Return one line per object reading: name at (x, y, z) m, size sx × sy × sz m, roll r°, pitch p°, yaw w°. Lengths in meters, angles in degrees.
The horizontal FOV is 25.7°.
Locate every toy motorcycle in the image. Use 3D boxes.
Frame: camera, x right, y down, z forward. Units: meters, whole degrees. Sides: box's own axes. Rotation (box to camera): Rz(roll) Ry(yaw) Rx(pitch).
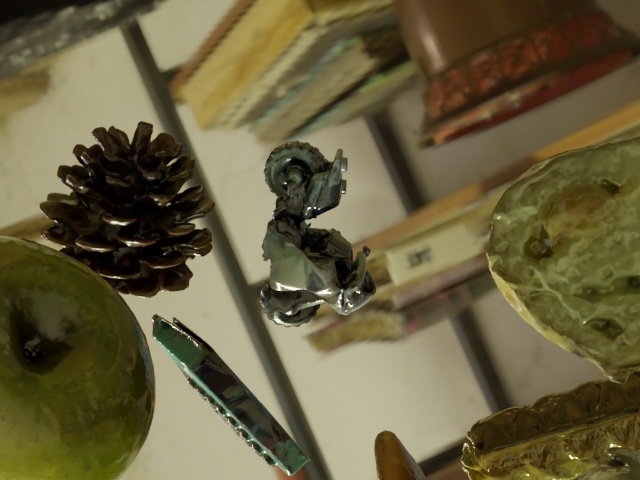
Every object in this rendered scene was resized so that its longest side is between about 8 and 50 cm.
toy motorcycle at (0.000, 0.000, 1.838) m, size 0.159 × 0.270 × 0.106 m, roll 7°, pitch -152°, yaw 4°

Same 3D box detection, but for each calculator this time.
calculator at (-0.145, 0.239, 2.160) m, size 0.058 × 0.274 × 0.248 m, roll -43°, pitch -158°, yaw -9°

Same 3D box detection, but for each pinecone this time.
pinecone at (-0.217, -0.038, 1.587) m, size 0.208 × 0.207 × 0.208 m, roll -24°, pitch 176°, yaw -2°

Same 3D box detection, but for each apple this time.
apple at (-0.205, 0.094, 0.896) m, size 0.196 × 0.196 × 0.157 m, roll -20°, pitch 166°, yaw -43°

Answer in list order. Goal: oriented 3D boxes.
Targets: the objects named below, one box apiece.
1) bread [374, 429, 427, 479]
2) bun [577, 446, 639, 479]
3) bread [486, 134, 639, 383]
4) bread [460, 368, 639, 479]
bread at (0.095, 0.281, 1.614) m, size 0.054 × 0.136 × 0.154 m, roll -23°, pitch 155°, yaw 6°
bun at (0.294, 0.277, 1.114) m, size 0.141 × 0.239 × 0.239 m, roll -56°, pitch 169°, yaw 11°
bread at (0.269, 0.009, 1.156) m, size 0.239 × 0.196 × 0.252 m, roll -18°, pitch 174°, yaw 27°
bread at (0.289, 0.220, 1.600) m, size 0.269 × 0.098 × 0.087 m, roll -19°, pitch -175°, yaw 13°
